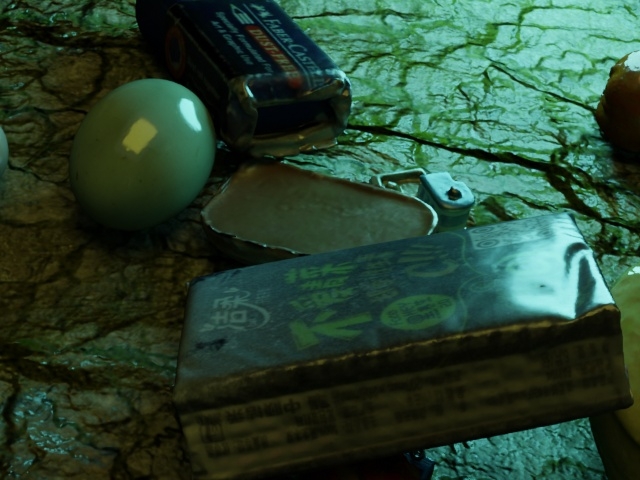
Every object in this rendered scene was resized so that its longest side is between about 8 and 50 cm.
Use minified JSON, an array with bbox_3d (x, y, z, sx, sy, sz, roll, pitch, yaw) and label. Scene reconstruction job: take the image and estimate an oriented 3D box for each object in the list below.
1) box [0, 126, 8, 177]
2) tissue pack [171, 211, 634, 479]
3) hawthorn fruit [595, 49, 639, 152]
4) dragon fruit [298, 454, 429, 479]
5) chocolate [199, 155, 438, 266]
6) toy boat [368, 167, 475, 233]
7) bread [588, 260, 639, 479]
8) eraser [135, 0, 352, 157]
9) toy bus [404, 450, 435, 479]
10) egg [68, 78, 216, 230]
[{"bbox_3d":[-0.437,-0.089,1.712,0.200,0.088,0.146,-24,53,-32],"label":"box"},{"bbox_3d":[0.068,0.089,1.478,0.394,0.124,0.288,-10,18,3],"label":"tissue pack"},{"bbox_3d":[0.415,-0.167,1.979,0.138,0.133,0.133,25,44,8],"label":"hawthorn fruit"},{"bbox_3d":[0.031,0.239,1.458,0.150,0.133,0.208,-4,41,-15],"label":"dragon fruit"},{"bbox_3d":[-0.001,0.000,1.727,0.261,0.083,0.161,18,41,26],"label":"chocolate"},{"bbox_3d":[0.124,-0.019,1.770,0.088,0.102,0.215,-10,48,-20],"label":"toy boat"},{"bbox_3d":[0.408,0.164,1.562,0.320,0.237,0.320,-4,43,4],"label":"bread"},{"bbox_3d":[-0.094,-0.219,1.889,0.155,0.102,0.332,-8,37,-26],"label":"eraser"},{"bbox_3d":[0.066,0.220,1.551,0.083,0.038,0.046,22,48,11],"label":"toy bus"},{"bbox_3d":[-0.194,-0.093,1.732,0.149,0.149,0.192,23,51,10],"label":"egg"}]
